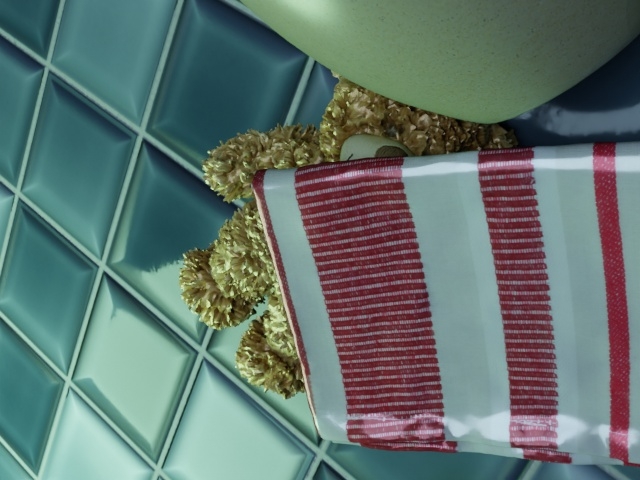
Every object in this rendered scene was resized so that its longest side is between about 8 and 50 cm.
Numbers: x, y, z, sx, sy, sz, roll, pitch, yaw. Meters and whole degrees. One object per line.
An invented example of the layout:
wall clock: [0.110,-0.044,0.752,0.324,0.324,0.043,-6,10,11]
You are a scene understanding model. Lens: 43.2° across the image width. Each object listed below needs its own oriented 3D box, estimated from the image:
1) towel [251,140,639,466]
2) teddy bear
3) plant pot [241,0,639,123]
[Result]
towel: [0.121,0.052,0.549,0.329,0.037,0.237,-1,115,25]
teddy bear: [0.000,0.000,0.660,0.338,0.113,0.245,-27,84,36]
plant pot: [0.096,-0.185,0.487,0.284,0.284,0.191,-29,107,35]
